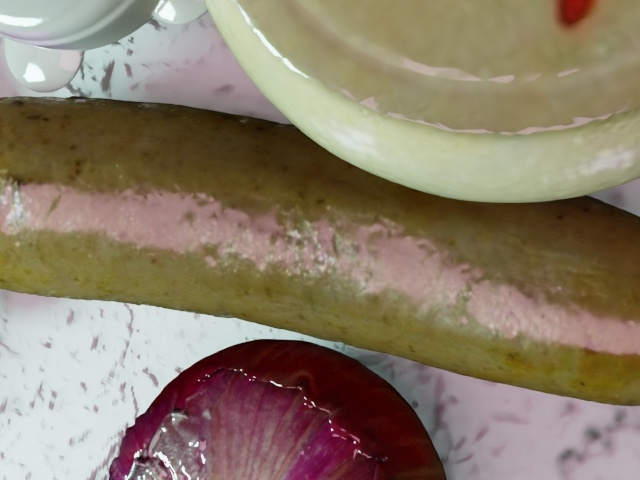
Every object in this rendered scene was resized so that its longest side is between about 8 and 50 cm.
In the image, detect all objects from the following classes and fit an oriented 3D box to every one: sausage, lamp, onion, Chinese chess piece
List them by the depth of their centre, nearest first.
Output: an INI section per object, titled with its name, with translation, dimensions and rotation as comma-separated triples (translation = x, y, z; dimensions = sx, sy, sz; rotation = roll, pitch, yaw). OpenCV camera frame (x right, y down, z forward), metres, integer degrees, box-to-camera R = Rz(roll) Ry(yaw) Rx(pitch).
[Chinese chess piece]
translation = 0.097, -0.185, 0.713
dimensions = 0.338, 0.140, 0.338
rotation = -1, 81, 9
[sausage]
translation = 0.001, -0.001, 0.821
dimensions = 0.500, 0.136, 0.123
rotation = 11, 118, 12
[lamp]
translation = -0.153, -0.223, 0.832
dimensions = 0.179, 0.108, 0.246
rotation = -22, 87, 21
[onion]
translation = -0.025, 0.184, 0.852
dimensions = 0.248, 0.161, 0.248
rotation = 0, 90, 11
